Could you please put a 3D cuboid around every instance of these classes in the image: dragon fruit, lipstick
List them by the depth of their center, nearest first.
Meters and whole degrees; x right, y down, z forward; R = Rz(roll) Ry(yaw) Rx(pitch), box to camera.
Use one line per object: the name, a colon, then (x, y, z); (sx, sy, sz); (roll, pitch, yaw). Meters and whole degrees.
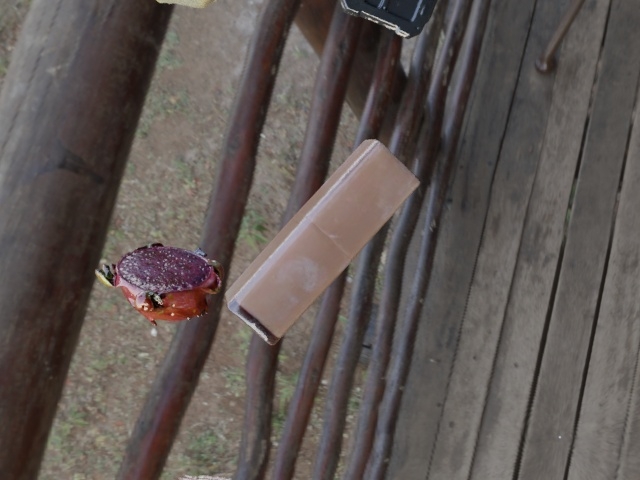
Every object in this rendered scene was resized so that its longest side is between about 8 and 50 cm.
lipstick: (0.000, 0.000, 0.477); (0.045, 0.045, 0.145); (42, 90, -10)
dragon fruit: (-0.169, 0.055, 0.785); (0.112, 0.126, 0.068); (28, 122, 30)

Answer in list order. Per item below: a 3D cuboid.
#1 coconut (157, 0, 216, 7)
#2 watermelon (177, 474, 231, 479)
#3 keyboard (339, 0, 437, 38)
coconut: (-0.077, -0.196, 0.368); (0.116, 0.116, 0.122); (-43, 98, 3)
watermelon: (-0.080, 0.337, 0.754); (0.231, 0.128, 0.146); (-20, 51, 48)
keyboard: (0.108, -0.353, 0.757); (0.106, 0.016, 0.262); (21, 96, -7)
